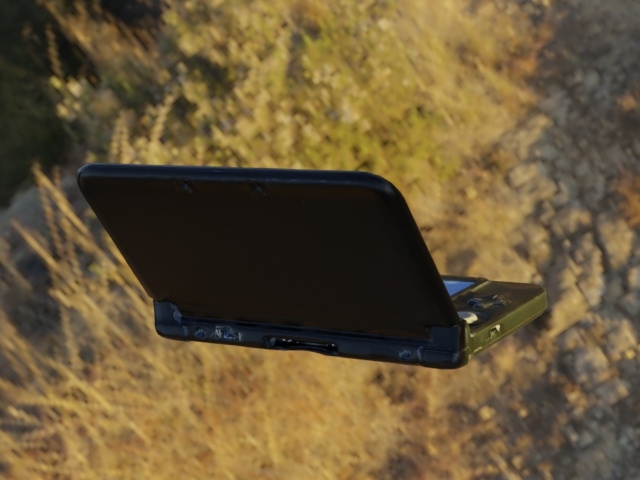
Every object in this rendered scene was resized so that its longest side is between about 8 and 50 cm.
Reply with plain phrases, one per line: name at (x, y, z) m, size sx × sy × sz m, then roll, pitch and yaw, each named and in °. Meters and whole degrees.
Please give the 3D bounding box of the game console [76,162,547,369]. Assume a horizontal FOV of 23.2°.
game console at (0.000, 0.000, 0.520) m, size 0.122 × 0.071 × 0.107 m, roll 4°, pitch 16°, yaw 33°
